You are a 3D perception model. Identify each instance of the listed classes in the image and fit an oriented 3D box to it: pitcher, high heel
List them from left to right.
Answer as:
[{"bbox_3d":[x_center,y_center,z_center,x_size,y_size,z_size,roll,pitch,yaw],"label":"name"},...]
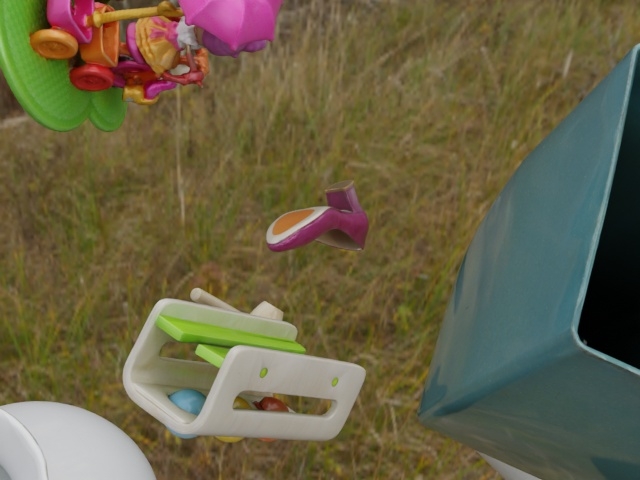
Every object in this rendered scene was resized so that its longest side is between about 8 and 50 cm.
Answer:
[{"bbox_3d":[-0.179,0.149,0.577,0.177,0.207,0.125,-20,74,4],"label":"pitcher"},{"bbox_3d":[0.000,0.000,1.732,0.082,0.117,0.244,-7,18,27],"label":"high heel"}]

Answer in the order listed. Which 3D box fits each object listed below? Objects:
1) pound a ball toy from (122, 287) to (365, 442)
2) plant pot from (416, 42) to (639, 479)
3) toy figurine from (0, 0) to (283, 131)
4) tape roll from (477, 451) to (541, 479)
[{"bbox_3d":[-0.101,0.152,1.346,0.208,0.319,0.136,28,95,32],"label":"pound a ball toy"},{"bbox_3d":[0.159,0.047,0.626,0.165,0.234,0.165,25,62,-11],"label":"plant pot"},{"bbox_3d":[-0.098,-0.135,0.747,0.159,0.173,0.130,-6,68,17],"label":"toy figurine"},{"bbox_3d":[0.342,0.246,1.570,0.169,0.246,0.246,45,58,11],"label":"tape roll"}]
